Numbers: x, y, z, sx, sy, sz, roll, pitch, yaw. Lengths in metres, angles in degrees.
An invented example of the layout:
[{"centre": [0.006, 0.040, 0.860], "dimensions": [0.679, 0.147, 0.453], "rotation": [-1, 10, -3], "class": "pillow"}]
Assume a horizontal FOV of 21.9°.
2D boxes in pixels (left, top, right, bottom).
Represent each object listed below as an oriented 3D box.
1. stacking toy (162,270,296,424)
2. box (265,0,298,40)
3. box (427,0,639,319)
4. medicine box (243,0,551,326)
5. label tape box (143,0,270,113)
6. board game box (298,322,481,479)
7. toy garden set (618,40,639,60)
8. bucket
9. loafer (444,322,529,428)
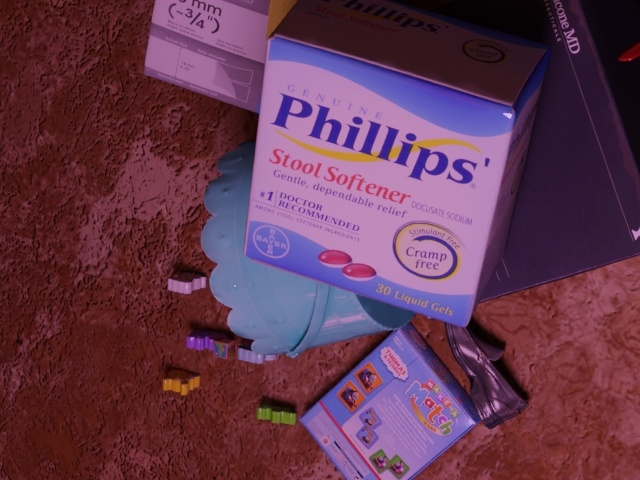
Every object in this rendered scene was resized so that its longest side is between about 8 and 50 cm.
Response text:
[{"centre": [-0.119, 0.145, 2.261], "dimensions": [0.221, 0.052, 0.167], "rotation": [13, 109, 27], "class": "stacking toy"}, {"centre": [0.058, -0.229, 1.833], "dimensions": [0.232, 0.087, 0.058], "rotation": [17, 109, 27], "class": "box"}, {"centre": [0.235, -0.122, 1.904], "dimensions": [0.313, 0.179, 0.343], "rotation": [-18, 91, 34], "class": "box"}, {"centre": [0.075, -0.092, 1.737], "dimensions": [0.264, 0.149, 0.289], "rotation": [18, 130, 12], "class": "medicine box"}, {"centre": [-0.068, -0.314, 1.984], "dimensions": [0.241, 0.106, 0.333], "rotation": [19, 134, 3], "class": "label tape box"}, {"centre": [0.091, 0.232, 2.154], "dimensions": [0.160, 0.039, 0.211], "rotation": [52, 122, 11], "class": "board game box"}, {"centre": [0.442, -0.219, 1.780], "dimensions": [0.244, 0.049, 0.204], "rotation": [-40, 74, 0], "class": "toy garden set"}, {"centre": [0.000, 0.000, 2.032], "dimensions": [0.183, 0.281, 0.281], "rotation": [-8, 96, 30], "class": "bucket"}, {"centre": [0.203, 0.147, 2.063], "dimensions": [0.061, 0.062, 0.170], "rotation": [-24, 91, 11], "class": "loafer"}]
